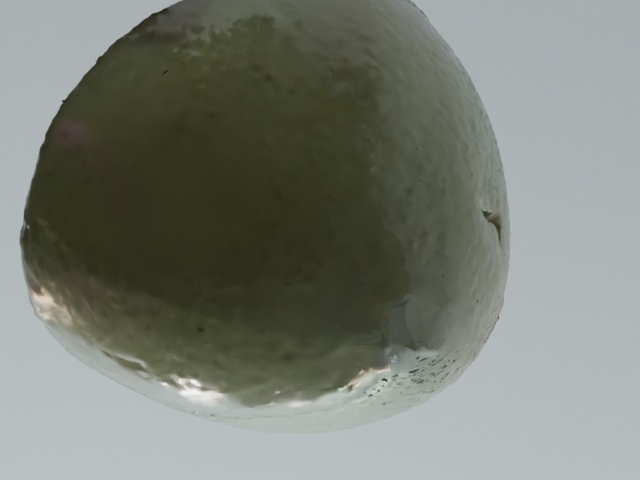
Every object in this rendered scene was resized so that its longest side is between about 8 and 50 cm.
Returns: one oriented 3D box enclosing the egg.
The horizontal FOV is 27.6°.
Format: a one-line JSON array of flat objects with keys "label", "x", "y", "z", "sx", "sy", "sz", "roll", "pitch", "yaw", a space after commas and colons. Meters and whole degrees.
[{"label": "egg", "x": 0.000, "y": 0.000, "z": 0.820, "sx": 0.201, "sy": 0.337, "sz": 0.337, "roll": 39, "pitch": -52, "yaw": 46}]
